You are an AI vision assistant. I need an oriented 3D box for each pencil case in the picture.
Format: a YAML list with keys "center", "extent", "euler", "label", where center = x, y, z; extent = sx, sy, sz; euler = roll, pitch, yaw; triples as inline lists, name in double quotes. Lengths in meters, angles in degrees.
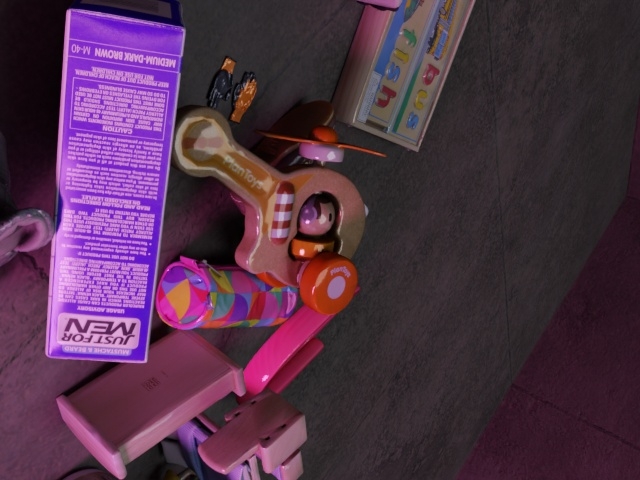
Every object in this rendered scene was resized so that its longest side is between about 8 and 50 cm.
- center: [-0.129, 0.078, 1.125]
  extent: [0.236, 0.104, 0.105]
  euler: [9, 104, -61]
  label: "pencil case"

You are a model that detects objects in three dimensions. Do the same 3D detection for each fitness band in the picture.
- center: [-0.039, 0.169, 1.305]
  extent: [0.291, 0.054, 0.209]
  euler: [-43, 165, -34]
  label: "fitness band"

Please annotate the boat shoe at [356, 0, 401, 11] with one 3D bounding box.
- center: [0.058, -0.463, 1.023]
  extent: [0.158, 0.127, 0.340]
  euler: [-67, 159, -11]
  label: "boat shoe"

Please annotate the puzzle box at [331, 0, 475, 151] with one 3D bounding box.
- center: [0.164, -0.365, 1.311]
  extent: [0.272, 0.052, 0.409]
  euler: [6, 106, -59]
  label: "puzzle box"

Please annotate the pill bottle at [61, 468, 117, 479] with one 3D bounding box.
- center: [-0.251, 0.428, 1.016]
  extent: [0.153, 0.264, 0.153]
  euler: [-38, 140, -40]
  label: "pill bottle"

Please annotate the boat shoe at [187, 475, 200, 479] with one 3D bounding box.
- center: [-0.165, 0.445, 1.173]
  extent: [0.109, 0.305, 0.091]
  euler: [30, 83, -22]
  label: "boat shoe"

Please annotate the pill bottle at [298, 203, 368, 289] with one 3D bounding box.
- center: [0.000, 0.000, 1.273]
  extent: [0.169, 0.094, 0.094]
  euler: [-60, 150, -9]
  label: "pill bottle"

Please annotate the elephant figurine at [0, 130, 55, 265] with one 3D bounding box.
- center: [-0.326, -0.027, 0.700]
  extent: [0.239, 0.185, 0.170]
  euler: [25, 63, -67]
  label: "elephant figurine"

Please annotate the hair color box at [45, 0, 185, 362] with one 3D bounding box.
- center: [-0.207, -0.069, 0.791]
  extent: [0.110, 0.185, 0.339]
  euler: [7, 112, -14]
  label: "hair color box"

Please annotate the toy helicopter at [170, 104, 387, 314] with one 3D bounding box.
- center: [-0.054, -0.073, 1.000]
  extent: [0.355, 0.140, 0.235]
  euler: [36, 83, -44]
  label: "toy helicopter"

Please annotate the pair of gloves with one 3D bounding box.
- center: [-0.115, -0.197, 1.031]
  extent: [0.083, 0.010, 0.074]
  euler: [20, 95, -59]
  label: "pair of gloves"

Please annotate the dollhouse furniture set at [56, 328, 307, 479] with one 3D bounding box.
- center: [-0.175, 0.321, 1.053]
  extent: [0.198, 0.286, 0.303]
  euler: [-32, 134, -33]
  label: "dollhouse furniture set"

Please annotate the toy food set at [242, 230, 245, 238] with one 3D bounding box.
- center: [-0.090, -0.005, 1.201]
  extent: [0.083, 0.020, 0.083]
  euler: [-10, 119, -56]
  label: "toy food set"

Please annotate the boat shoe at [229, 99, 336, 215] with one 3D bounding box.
- center: [-0.052, -0.120, 1.129]
  extent: [0.207, 0.073, 0.073]
  euler: [-43, 139, -20]
  label: "boat shoe"
